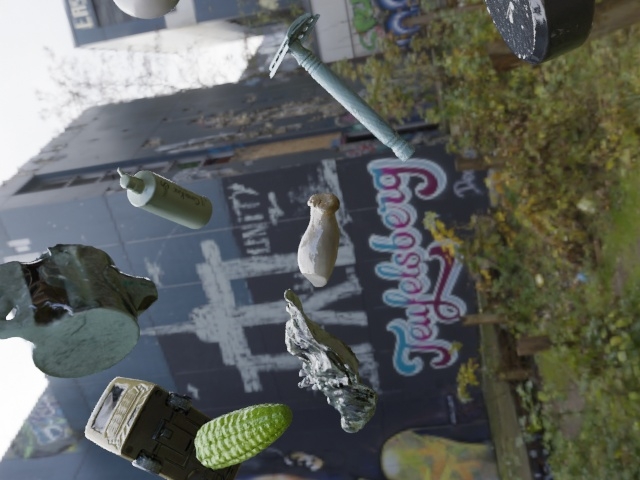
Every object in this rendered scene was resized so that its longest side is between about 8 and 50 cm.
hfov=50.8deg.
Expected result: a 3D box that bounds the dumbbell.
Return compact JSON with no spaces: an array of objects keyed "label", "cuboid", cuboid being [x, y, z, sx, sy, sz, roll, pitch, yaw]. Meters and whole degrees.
[{"label":"dumbbell","cuboid":[0.382,-0.378,0.860,0.204,0.323,0.203,-23,-90,-87]}]

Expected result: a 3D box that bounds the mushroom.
[{"label":"mushroom","cuboid":[-0.002,0.000,1.495,0.097,0.088,0.212,-56,-24,-72]}]

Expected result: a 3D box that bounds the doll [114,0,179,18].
[{"label":"doll","cuboid":[-0.324,-0.503,1.196,0.251,0.221,0.221,25,135,50]}]

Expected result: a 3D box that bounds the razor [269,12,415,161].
[{"label":"razor","cuboid":[0.037,-0.192,0.911,0.232,0.068,0.106,42,163,-6]}]

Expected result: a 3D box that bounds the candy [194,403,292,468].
[{"label":"candy","cuboid":[-0.137,0.355,1.250,0.097,0.210,0.096,43,-150,-33]}]

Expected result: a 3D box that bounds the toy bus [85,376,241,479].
[{"label":"toy bus","cuboid":[-0.339,0.456,1.541,0.365,0.202,0.176,50,-124,-42]}]

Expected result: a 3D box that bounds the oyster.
[{"label":"oyster","cuboid":[0.013,0.174,0.998,0.199,0.087,0.252,50,169,20]}]

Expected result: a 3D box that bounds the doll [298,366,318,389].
[{"label":"doll","cuboid":[0.011,0.366,1.891,0.096,0.195,0.070,48,-157,-15]}]

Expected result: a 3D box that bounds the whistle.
[{"label":"whistle","cuboid":[-0.490,0.115,1.167,0.405,0.188,0.168,15,-149,-45]}]

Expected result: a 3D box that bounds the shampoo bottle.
[{"label":"shampoo bottle","cuboid":[-0.355,-0.096,1.533,0.262,0.085,0.085,27,-126,-60]}]
